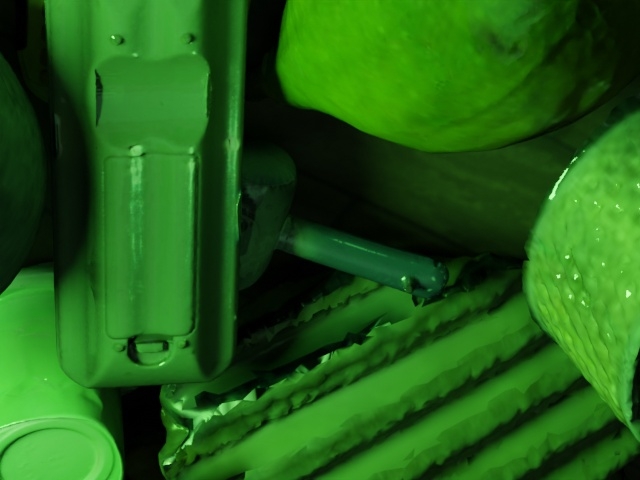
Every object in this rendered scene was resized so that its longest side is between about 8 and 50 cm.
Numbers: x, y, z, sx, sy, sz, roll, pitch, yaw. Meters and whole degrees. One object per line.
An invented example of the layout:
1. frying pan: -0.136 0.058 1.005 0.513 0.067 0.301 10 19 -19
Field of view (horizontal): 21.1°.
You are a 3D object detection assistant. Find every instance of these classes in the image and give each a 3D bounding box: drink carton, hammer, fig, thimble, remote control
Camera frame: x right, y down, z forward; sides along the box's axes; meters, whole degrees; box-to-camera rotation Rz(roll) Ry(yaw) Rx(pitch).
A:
1. drink carton: -0.206 0.118 1.277 0.144 0.142 0.146 -8 133 -1
2. hammer: 0.000 0.000 1.230 0.194 0.069 0.116 19 124 -3
3. fig: 0.088 -0.166 1.077 0.233 0.233 0.314 11 172 -18
4. thimble: 0.295 0.024 1.237 0.271 0.150 0.271 -14 130 -18
5. remote control: -0.114 -0.045 1.127 0.128 0.065 0.335 -2 121 -8

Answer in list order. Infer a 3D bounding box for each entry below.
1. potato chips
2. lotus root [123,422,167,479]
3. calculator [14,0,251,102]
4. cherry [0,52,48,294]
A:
1. potato chips: 0.076 0.173 1.337 0.429 0.070 0.358 -27 111 -17
2. lotus root: -0.066 0.248 1.400 0.284 0.160 0.146 25 128 -29
3. calculator: -0.123 -0.171 1.114 0.157 0.033 0.236 2 133 -12
4. cherry: -0.302 -0.050 1.069 0.255 0.218 0.296 -37 140 18
